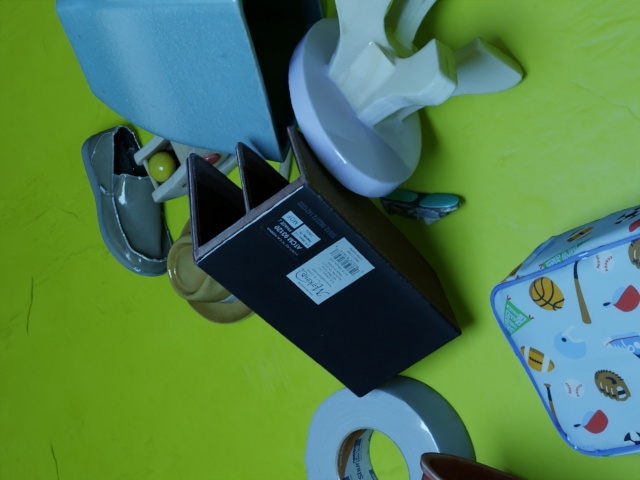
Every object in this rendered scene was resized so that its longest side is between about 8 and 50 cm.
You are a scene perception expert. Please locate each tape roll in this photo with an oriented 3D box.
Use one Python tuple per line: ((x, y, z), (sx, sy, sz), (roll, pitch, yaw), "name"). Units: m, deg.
((0.085, 0.283, 1.296), (0.219, 0.072, 0.219), (6, 99, 38), "tape roll")

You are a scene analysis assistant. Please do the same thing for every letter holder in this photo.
((0.000, 0.000, 1.197), (0.152, 0.302, 0.214), (-35, 37, 16), "letter holder")

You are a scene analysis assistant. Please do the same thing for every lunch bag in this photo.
((0.324, 0.094, 1.011), (0.303, 0.115, 0.243), (-27, 96, 52), "lunch bag")

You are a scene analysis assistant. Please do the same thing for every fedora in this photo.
((-0.157, 0.032, 1.458), (0.194, 0.079, 0.194), (5, 98, 38), "fedora")

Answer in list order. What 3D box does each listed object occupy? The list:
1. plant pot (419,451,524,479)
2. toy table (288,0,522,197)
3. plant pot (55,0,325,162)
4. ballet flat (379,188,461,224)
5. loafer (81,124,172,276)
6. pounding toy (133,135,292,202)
((0.177, 0.399, 1.060), (0.272, 0.272, 0.265), (24, 91, 35), "plant pot")
((0.082, -0.195, 1.146), (0.161, 0.252, 0.274), (-44, 42, 35), "toy table")
((-0.155, -0.264, 1.211), (0.252, 0.248, 0.247), (3, 141, 16), "plant pot")
((0.124, -0.040, 1.253), (0.114, 0.041, 0.041), (11, 102, 38), "ballet flat")
((-0.284, -0.064, 1.539), (0.087, 0.094, 0.251), (-38, 72, 40), "loafer")
((-0.136, -0.123, 1.373), (0.269, 0.154, 0.155), (-38, 72, 36), "pounding toy")
